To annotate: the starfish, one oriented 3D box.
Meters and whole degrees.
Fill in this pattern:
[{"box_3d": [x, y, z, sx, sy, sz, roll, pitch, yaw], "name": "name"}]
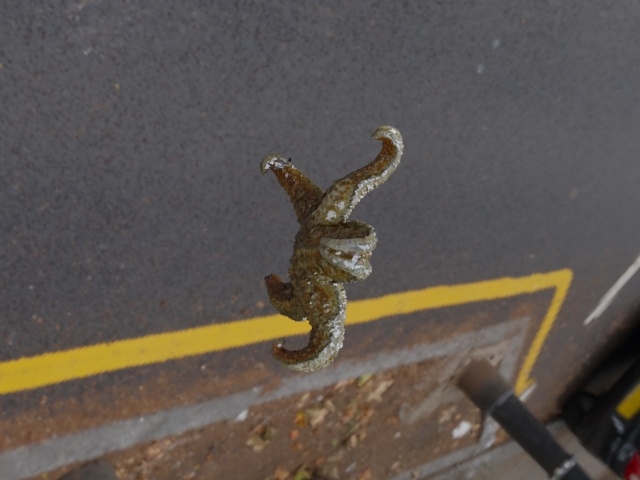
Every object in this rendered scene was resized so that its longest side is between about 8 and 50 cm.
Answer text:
[{"box_3d": [-0.002, -0.004, 1.063, 0.113, 0.303, 0.312, 14, 122, -23], "name": "starfish"}]
